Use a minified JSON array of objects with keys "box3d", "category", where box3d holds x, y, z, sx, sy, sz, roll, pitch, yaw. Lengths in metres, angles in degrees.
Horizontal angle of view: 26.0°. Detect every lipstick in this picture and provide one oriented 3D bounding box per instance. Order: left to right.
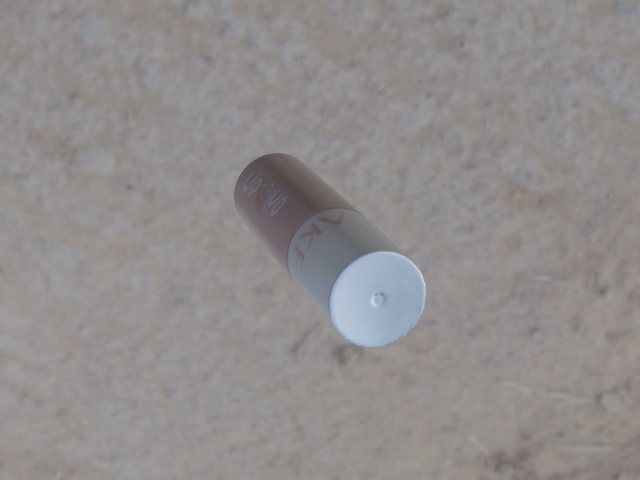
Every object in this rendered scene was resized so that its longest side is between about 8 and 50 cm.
[{"box3d":[0.000,0.000,1.012,0.070,0.254,0.070,-6,110,-17],"category":"lipstick"}]
